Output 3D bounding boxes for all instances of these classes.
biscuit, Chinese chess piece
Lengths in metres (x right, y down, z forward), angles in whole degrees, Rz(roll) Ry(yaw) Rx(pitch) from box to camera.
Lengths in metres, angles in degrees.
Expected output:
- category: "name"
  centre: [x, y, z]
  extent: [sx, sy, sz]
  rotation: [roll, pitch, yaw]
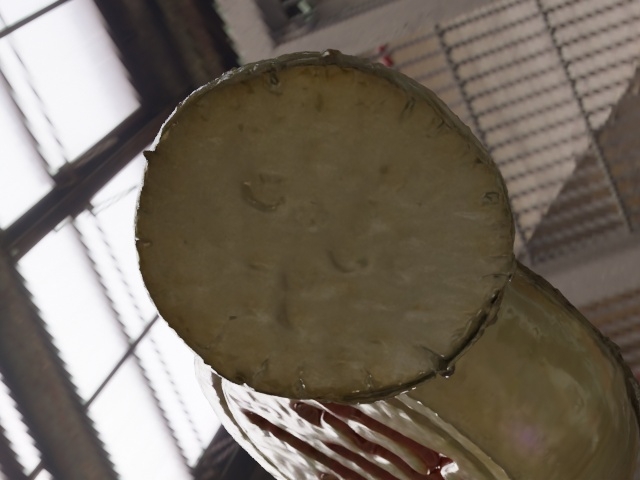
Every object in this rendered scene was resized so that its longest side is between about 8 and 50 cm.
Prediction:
- category: "biscuit"
  centre: [0.000, 0.000, 0.669]
  extent: [0.152, 0.020, 0.152]
  rotation: [2, -63, 4]
- category: "Chinese chess piece"
  centre: [0.057, 0.093, 1.049]
  extent: [0.270, 0.112, 0.270]
  rotation: [28, -26, 15]
